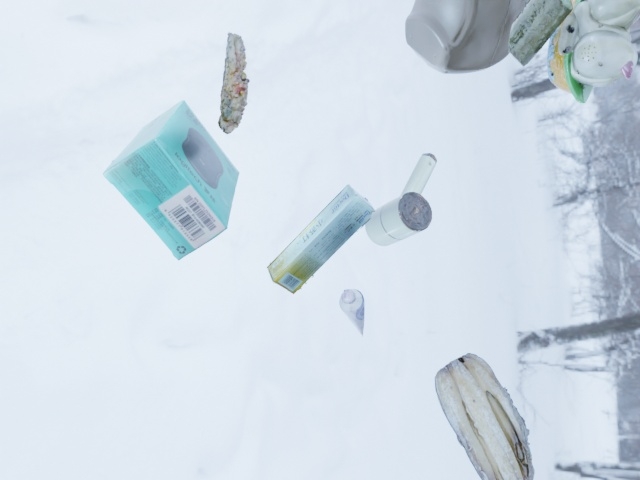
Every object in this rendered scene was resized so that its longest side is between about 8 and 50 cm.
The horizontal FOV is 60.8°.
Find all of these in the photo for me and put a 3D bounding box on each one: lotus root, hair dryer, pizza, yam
[{"bbox_3d":[0.379,0.428,1.266,0.078,0.167,0.329,108,-41,-75],"label":"lotus root"},{"bbox_3d":[0.293,-0.155,1.750,0.128,0.203,0.361,36,63,-13],"label":"hair dryer"},{"bbox_3d":[-0.168,-0.324,1.103,0.185,0.053,0.195,-85,-178,-47],"label":"pizza"},{"bbox_3d":[0.352,-0.356,0.892,0.146,0.070,0.069,122,-20,-60],"label":"yam"}]

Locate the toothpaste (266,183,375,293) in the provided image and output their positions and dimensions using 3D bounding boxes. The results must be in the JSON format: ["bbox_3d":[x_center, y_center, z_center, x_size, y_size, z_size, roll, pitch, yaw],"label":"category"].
[{"bbox_3d":[0.000,0.000,1.395,0.089,0.313,0.071,36,16,-34],"label":"toothpaste"}]

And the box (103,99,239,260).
[{"bbox_3d":[-0.266,-0.129,1.043,0.205,0.118,0.311,56,11,-23],"label":"box"}]

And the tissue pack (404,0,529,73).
[{"bbox_3d":[0.386,-0.632,1.363,0.386,0.277,0.267,87,-19,-45],"label":"tissue pack"}]

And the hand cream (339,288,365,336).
[{"bbox_3d":[0.077,0.143,1.158,0.142,0.053,0.084,54,35,-55],"label":"hand cream"}]

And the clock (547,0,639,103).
[{"bbox_3d":[0.463,-0.344,0.904,0.103,0.144,0.230,2,99,-31],"label":"clock"}]
